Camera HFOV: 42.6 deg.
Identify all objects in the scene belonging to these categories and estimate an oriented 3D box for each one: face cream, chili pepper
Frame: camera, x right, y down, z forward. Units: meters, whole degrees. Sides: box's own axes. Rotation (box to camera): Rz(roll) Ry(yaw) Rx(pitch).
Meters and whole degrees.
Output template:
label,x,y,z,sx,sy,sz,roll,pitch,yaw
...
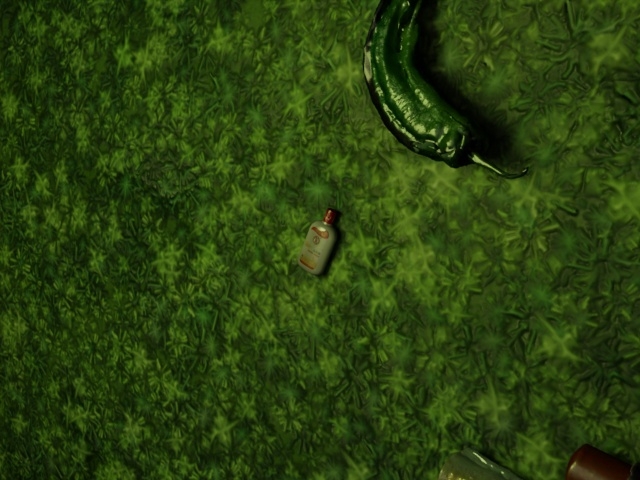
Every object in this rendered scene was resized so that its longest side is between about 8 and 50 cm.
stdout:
label,x,y,z,sx,sy,sz,roll,pitch,yaw
face cream,0.000,0.000,1.000,0.040,0.021,0.083,32,110,30
chili pepper,0.120,-0.157,0.874,0.122,0.065,0.278,-38,66,36

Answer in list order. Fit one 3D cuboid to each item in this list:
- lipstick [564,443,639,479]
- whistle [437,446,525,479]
label,x,y,z,sx,sy,sz,roll,pitch,yaw
lipstick,0.357,0.264,0.709,0.300,0.081,0.081,21,105,33
whistle,0.260,0.310,0.798,0.326,0.057,0.068,26,108,33
